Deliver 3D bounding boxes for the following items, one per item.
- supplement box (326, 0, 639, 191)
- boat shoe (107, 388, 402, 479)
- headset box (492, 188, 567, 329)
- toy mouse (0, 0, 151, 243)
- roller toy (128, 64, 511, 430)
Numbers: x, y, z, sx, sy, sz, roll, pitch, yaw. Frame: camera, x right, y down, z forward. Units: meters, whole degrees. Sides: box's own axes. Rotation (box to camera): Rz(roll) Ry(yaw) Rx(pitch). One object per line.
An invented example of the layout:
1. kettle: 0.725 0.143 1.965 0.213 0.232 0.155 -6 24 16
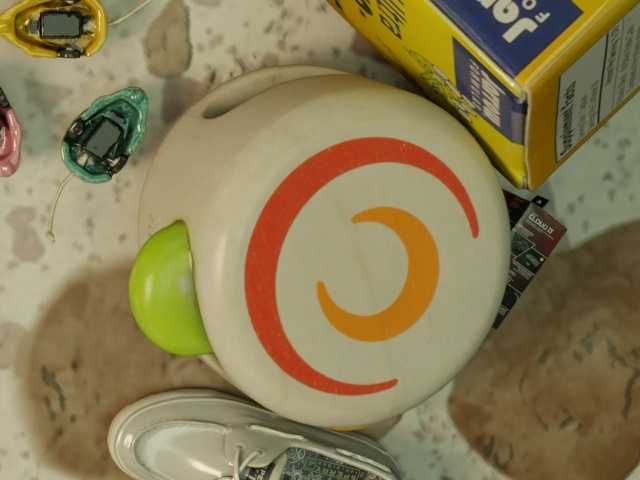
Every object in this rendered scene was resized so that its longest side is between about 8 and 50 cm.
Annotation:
1. supplement box: 0.170 -0.232 1.035 0.356 0.194 0.195 -43 76 -5
2. boat shoe: -0.036 0.138 1.156 0.184 0.063 0.066 19 95 -17
3. headset box: 0.110 0.006 1.169 0.032 0.062 0.083 36 89 -18
4. toy mouse: -0.159 -0.071 1.102 0.161 0.031 0.143 -7 101 -13
5. roller toy: 0.000 0.000 1.097 0.209 0.146 0.191 31 88 -27
